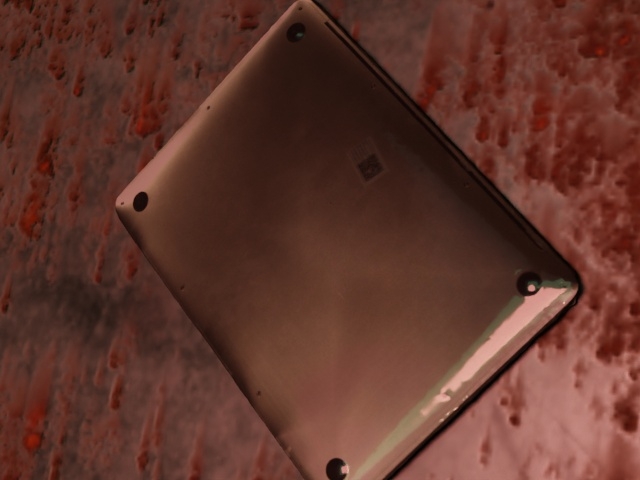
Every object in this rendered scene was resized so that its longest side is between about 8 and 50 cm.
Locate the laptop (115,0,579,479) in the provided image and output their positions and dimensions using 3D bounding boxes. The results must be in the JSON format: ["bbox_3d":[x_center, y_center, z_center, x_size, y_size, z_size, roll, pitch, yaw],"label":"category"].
[{"bbox_3d":[0.000,0.000,0.730,0.187,0.015,0.269,-46,59,11],"label":"laptop"}]
